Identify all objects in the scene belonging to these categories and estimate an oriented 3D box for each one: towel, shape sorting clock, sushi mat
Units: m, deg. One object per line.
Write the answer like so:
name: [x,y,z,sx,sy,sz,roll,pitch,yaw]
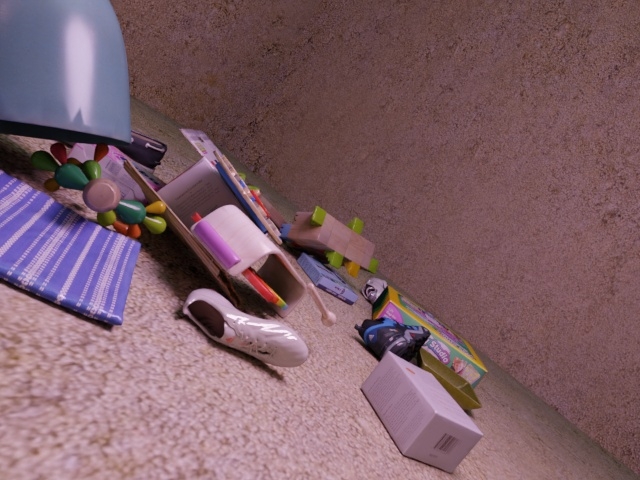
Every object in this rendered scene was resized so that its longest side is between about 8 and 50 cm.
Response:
towel: [-0.379,-0.032,0.568,0.336,0.040,0.243,33,8,-24]
shape sorting clock: [-0.130,-0.079,0.864,0.206,0.040,0.206,53,-7,9]
sushi mat: [-0.251,-0.014,0.852,0.316,0.019,0.151,43,-17,26]

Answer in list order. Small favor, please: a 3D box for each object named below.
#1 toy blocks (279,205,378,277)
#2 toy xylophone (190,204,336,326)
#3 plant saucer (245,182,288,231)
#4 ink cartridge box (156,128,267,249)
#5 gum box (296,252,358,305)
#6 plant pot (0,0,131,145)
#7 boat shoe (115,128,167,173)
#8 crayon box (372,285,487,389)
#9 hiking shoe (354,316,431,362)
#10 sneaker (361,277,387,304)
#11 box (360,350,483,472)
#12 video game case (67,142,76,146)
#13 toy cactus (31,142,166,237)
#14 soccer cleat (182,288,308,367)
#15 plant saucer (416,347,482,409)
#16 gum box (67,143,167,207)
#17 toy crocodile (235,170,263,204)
toy blocks: [0.000,0.000,1.674,0.261,0.190,0.381,5,-18,43]
toy xylophone: [-0.091,0.060,0.831,0.236,0.081,0.322,43,-8,31]
plant saucer: [-0.200,-0.113,1.767,0.278,0.041,0.278,48,-5,5]
ink cartridge box: [-0.251,-0.108,1.076,0.271,0.130,0.309,53,2,-13]
gum box: [0.021,0.123,1.535,0.157,0.041,0.184,32,8,-31]
plant pot: [-0.428,-0.278,0.700,0.293,0.234,0.293,6,5,-1]
boat shoe: [-0.502,-0.259,1.115,0.114,0.091,0.303,40,7,33]
crayon box: [0.345,0.314,1.569,0.363,0.106,0.313,36,8,4]
hiking shoe: [0.201,0.247,1.253,0.132,0.113,0.304,40,7,24]
sneaker: [0.205,0.190,1.855,0.095,0.090,0.235,25,7,-13]
box: [0.173,0.298,0.834,0.130,0.091,0.170,32,8,-28]
video game case: [-0.570,-0.243,1.168,0.201,0.023,0.183,32,7,-40]
toy cactus: [-0.322,-0.074,0.716,0.219,0.112,0.180,45,-13,-23]
soccer cleat: [-0.110,0.135,0.683,0.196,0.068,0.076,29,11,1]
plant saucer: [0.338,0.383,1.300,0.188,0.045,0.188,37,6,5]
gum box: [-0.422,-0.140,1.009,0.188,0.062,0.107,36,7,-4]
toy crocodile: [-0.286,-0.149,1.593,0.105,0.115,0.340,-1,27,-33]
